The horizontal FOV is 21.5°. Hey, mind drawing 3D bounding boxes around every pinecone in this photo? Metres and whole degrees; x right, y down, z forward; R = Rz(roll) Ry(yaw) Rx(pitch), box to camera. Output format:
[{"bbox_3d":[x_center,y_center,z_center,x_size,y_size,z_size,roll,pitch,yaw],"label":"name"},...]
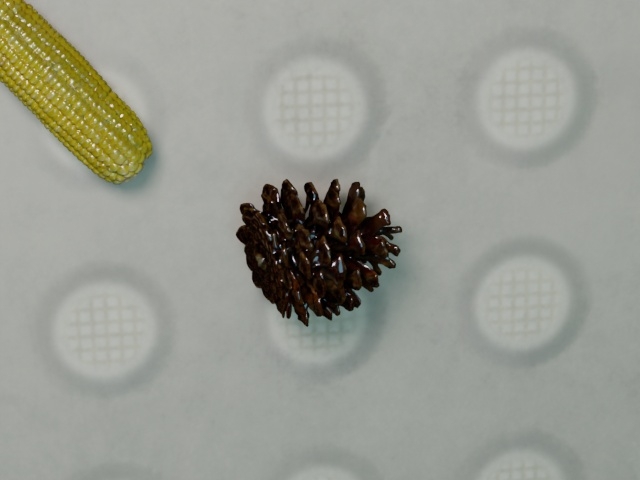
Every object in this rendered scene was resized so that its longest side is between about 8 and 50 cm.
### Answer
[{"bbox_3d":[0.007,0.005,1.819,0.165,0.163,0.163,-16,108,-18],"label":"pinecone"}]

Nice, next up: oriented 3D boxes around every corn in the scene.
[{"bbox_3d":[-0.274,-0.162,1.759,0.081,0.081,0.248,-42,108,4],"label":"corn"}]
